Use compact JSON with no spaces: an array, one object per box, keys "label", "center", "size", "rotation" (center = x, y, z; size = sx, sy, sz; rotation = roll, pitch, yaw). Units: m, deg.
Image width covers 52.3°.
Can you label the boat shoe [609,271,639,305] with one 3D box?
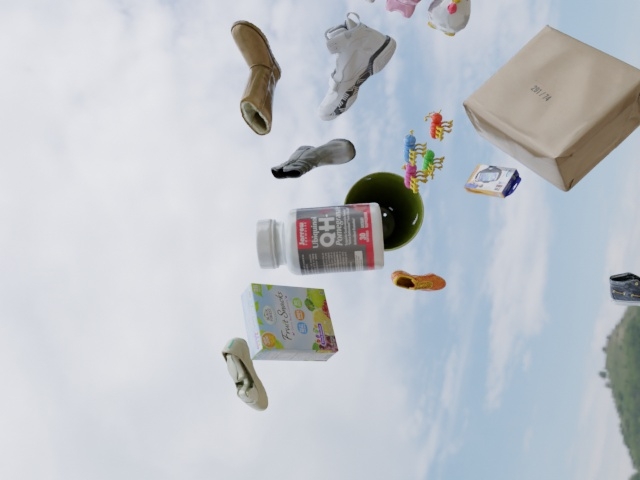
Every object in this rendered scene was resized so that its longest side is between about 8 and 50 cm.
[{"label":"boat shoe","center":[0.884,0.132,1.775],"size":[0.065,0.184,0.083],"rotation":[-55,-47,-49]}]

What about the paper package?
[{"label":"paper package","center":[0.592,-0.338,1.642],"size":[0.309,0.325,0.168],"rotation":[-44,-39,1]}]

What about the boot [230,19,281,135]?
[{"label":"boot","center":[-0.194,-0.474,1.881],"size":[0.236,0.089,0.269],"rotation":[48,-144,-37]}]

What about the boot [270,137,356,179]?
[{"label":"boot","center":[-0.022,-0.235,1.997],"size":[0.161,0.247,0.083],"rotation":[-45,-58,-43]}]

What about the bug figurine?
[{"label":"bug figurine","center":[0.309,-0.269,1.977],"size":[0.279,0.072,0.216],"rotation":[-41,-40,-45]}]

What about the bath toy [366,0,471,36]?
[{"label":"bath toy","center":[0.177,-0.566,1.437],"size":[0.151,0.349,0.129],"rotation":[-73,5,-49]}]

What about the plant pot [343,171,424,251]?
[{"label":"plant pot","center":[0.213,-0.078,2.339],"size":[0.293,0.275,0.274],"rotation":[88,-167,-82]}]

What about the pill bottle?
[{"label":"pill bottle","center":[0.000,0.000,1.683],"size":[0.176,0.319,0.176],"rotation":[-4,-90,-87]}]

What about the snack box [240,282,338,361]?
[{"label":"snack box","center":[-0.075,0.197,1.559],"size":[0.207,0.070,0.174],"rotation":[6,-127,-30]}]

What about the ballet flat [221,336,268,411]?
[{"label":"ballet flat","center":[-0.216,0.392,1.829],"size":[0.086,0.086,0.248],"rotation":[-39,-64,-49]}]

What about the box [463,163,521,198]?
[{"label":"box","center":[0.442,-0.152,1.667],"size":[0.028,0.136,0.081],"rotation":[46,-110,-35]}]

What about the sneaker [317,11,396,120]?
[{"label":"sneaker","center":[0.067,-0.589,2.206],"size":[0.210,0.366,0.137],"rotation":[34,-154,-22]}]

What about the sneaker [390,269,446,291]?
[{"label":"sneaker","center":[0.298,0.133,1.977],"size":[0.067,0.175,0.064],"rotation":[-106,23,-65]}]
